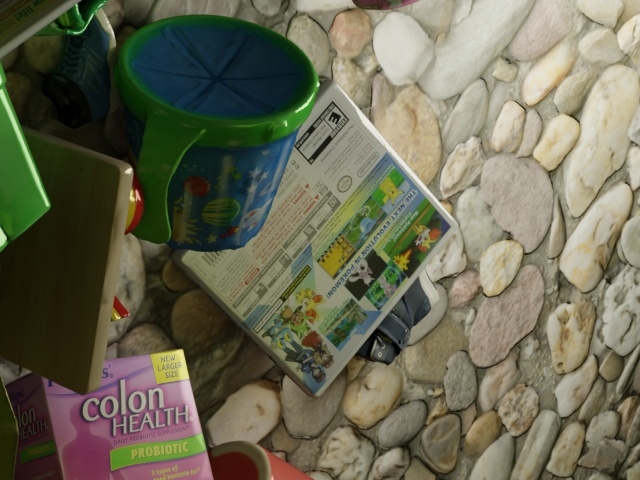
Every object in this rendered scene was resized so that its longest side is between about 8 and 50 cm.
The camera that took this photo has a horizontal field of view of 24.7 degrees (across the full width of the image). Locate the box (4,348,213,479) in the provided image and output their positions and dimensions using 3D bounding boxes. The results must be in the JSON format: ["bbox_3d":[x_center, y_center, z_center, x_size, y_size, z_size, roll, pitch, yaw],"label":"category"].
[{"bbox_3d":[-0.257,0.273,1.801,0.213,0.117,0.243,-5,75,-41],"label":"box"}]

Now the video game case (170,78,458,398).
[{"bbox_3d":[0.000,0.000,1.995,0.329,0.036,0.300,-50,117,-14],"label":"video game case"}]

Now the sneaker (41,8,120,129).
[{"bbox_3d":[-0.281,-0.200,1.679,0.084,0.058,0.152,-35,137,-37],"label":"sneaker"}]

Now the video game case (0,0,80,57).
[{"bbox_3d":[-0.321,-0.315,1.520,0.212,0.193,0.023,-41,175,-22],"label":"video game case"}]

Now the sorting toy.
[{"bbox_3d":[-0.308,0.003,1.622,0.089,0.255,0.257,-14,120,-57],"label":"sorting toy"}]

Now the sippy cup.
[{"bbox_3d":[-0.134,-0.115,1.744,0.305,0.240,0.224,-17,136,-31],"label":"sippy cup"}]

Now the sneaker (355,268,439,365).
[{"bbox_3d":[0.082,0.084,2.136,0.163,0.086,0.226,-51,136,-17],"label":"sneaker"}]

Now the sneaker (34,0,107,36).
[{"bbox_3d":[-0.318,-0.267,1.565,0.295,0.123,0.109,-34,130,-26],"label":"sneaker"}]

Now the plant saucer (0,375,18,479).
[{"bbox_3d":[-0.368,0.151,1.527,0.045,0.188,0.188,-16,158,-21],"label":"plant saucer"}]

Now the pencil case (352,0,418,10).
[{"bbox_3d":[0.044,-0.463,1.793,0.386,0.167,0.160,60,32,-42],"label":"pencil case"}]

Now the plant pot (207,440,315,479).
[{"bbox_3d":[-0.084,0.425,2.035,0.275,0.275,0.243,-50,125,-13],"label":"plant pot"}]

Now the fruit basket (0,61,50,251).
[{"bbox_3d":[-0.478,-0.083,1.368,0.392,0.283,0.392,12,71,-39],"label":"fruit basket"}]
